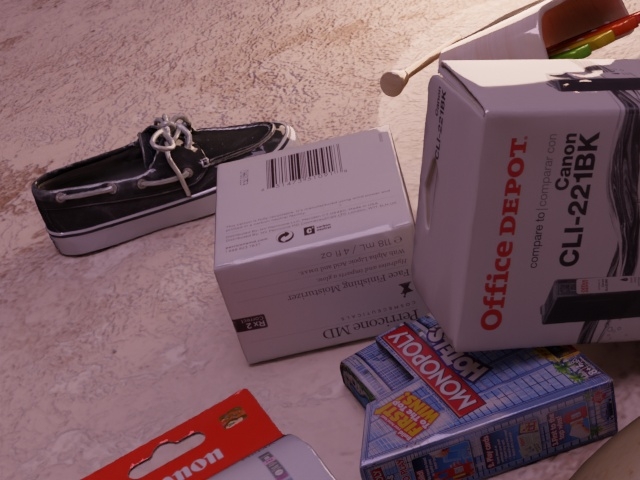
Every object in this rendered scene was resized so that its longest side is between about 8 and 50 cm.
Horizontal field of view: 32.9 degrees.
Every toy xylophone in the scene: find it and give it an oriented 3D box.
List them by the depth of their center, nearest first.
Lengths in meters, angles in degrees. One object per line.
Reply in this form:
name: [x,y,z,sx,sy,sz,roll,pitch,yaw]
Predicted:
toy xylophone: [0.214,-0.205,1.183,0.236,0.081,0.322,-16,12,44]

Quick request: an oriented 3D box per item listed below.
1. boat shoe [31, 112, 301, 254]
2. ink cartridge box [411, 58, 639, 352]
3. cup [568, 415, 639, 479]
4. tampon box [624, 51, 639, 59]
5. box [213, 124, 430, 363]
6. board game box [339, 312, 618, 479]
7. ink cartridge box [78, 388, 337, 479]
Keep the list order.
boat shoe: [-0.175,-0.088,1.234,0.306,0.105,0.113,-18,34,-3]
ink cartridge box: [0.221,-0.031,0.836,0.272,0.197,0.114,-2,27,-11]
cup: [0.204,0.172,0.401,0.331,0.237,0.331,-11,54,16]
tampon box: [0.325,-0.106,1.037,0.161,0.120,0.101,-27,34,-14]
box: [0.000,0.000,1.025,0.181,0.119,0.182,-13,35,5]
board game box: [0.096,0.123,0.863,0.194,0.060,0.194,-26,35,-15]
ink cartridge box: [-0.096,0.203,0.838,0.189,0.066,0.232,-27,40,-15]
